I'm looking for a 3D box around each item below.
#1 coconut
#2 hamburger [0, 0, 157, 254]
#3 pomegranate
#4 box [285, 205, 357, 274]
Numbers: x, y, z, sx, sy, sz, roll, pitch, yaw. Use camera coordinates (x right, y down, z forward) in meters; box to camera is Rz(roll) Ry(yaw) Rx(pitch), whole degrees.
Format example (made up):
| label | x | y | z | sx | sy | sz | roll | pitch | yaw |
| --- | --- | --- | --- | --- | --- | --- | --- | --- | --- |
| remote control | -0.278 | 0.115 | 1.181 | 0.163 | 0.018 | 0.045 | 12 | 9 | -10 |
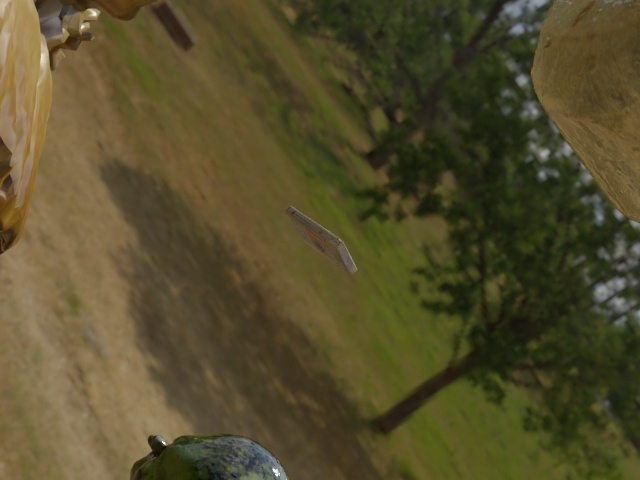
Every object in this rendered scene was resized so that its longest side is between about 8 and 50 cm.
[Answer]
| label | x | y | z | sx | sy | sz | roll | pitch | yaw |
| --- | --- | --- | --- | --- | --- | --- | --- | --- | --- |
| coconut | 0.320 | -0.125 | 1.096 | 0.266 | 0.237 | 0.237 | 44 | 8 | -21 |
| hamburger | -0.216 | -0.113 | 0.459 | 0.287 | 0.445 | 0.268 | 9 | 78 | -43 |
| pomegranate | -0.137 | 0.367 | 1.550 | 0.222 | 0.204 | 0.276 | -61 | 153 | -83 |
| box | 0.000 | 0.000 | 1.273 | 0.083 | 0.012 | 0.046 | 36 | -18 | 41 |
